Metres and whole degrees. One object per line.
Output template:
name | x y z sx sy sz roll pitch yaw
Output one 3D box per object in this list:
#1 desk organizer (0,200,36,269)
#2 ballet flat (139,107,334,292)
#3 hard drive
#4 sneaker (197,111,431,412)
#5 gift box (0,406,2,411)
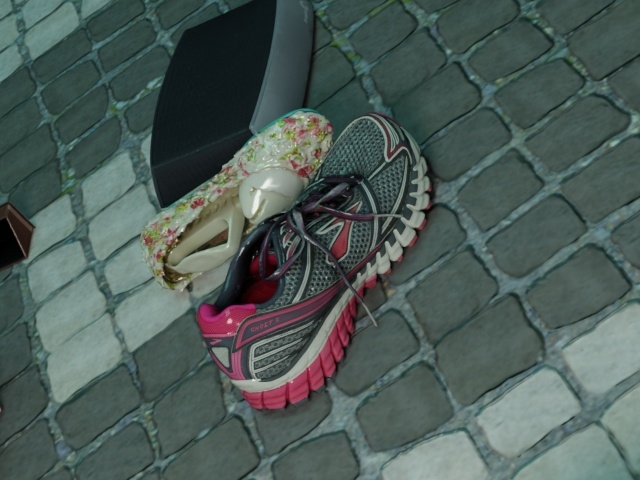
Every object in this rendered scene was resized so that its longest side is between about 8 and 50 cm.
desk organizer | -0.378 0.012 1.873 0.130 0.047 0.050 -23 40 22
ballet flat | -0.073 -0.027 1.599 0.241 0.091 0.077 -38 43 30
hard drive | -0.095 -0.157 1.796 0.172 0.054 0.254 -20 39 25
sneaker | 0.000 0.000 1.481 0.121 0.112 0.299 -5 46 40
gift box | -0.473 0.185 1.589 0.258 0.255 0.276 -15 35 33
